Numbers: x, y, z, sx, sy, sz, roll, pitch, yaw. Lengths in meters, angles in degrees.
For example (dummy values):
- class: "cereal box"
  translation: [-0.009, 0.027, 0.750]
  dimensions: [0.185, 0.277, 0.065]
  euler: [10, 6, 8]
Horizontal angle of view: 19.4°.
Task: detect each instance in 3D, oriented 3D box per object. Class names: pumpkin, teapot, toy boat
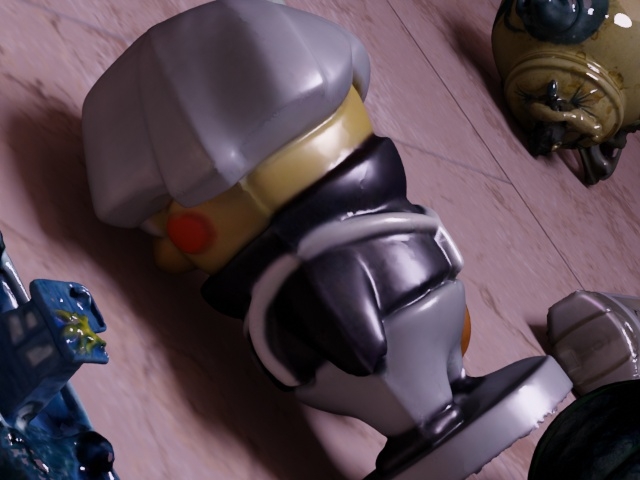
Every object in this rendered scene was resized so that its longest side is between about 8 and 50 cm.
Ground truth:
- class: "pumpkin"
  translation: [0.187, 0.164, 0.961]
  dimensions: [0.202, 0.140, 0.202]
  euler: [57, -4, 5]
- class: "teapot"
  translation: [0.235, -0.145, 1.712]
  dimensions: [0.182, 0.173, 0.269]
  euler: [-65, 150, -33]
- class: "toy boat"
  translation: [-0.100, 0.039, 0.623]
  dimensions: [0.137, 0.061, 0.060]
  euler: [58, 19, 23]

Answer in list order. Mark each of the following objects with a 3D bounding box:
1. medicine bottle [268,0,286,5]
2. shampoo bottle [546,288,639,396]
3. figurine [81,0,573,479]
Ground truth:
- class: "medicine bottle"
  translation: [-0.025, -0.103, 1.115]
  dimensions: [0.047, 0.047, 0.083]
  euler: [26, 30, -54]
- class: "shampoo bottle"
  translation: [0.230, 0.081, 1.369]
  dimensions: [0.086, 0.056, 0.227]
  euler: [61, 20, 17]
- class: "figurine"
  translation: [0.000, 0.000, 0.839]
  dimensions: [0.236, 0.133, 0.176]
  euler: [54, 8, 1]
